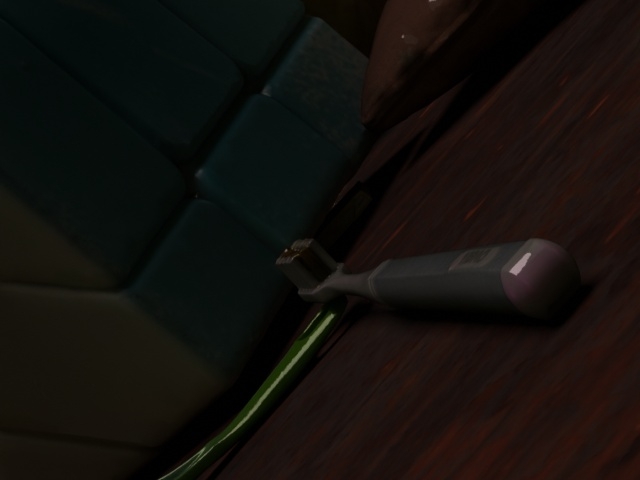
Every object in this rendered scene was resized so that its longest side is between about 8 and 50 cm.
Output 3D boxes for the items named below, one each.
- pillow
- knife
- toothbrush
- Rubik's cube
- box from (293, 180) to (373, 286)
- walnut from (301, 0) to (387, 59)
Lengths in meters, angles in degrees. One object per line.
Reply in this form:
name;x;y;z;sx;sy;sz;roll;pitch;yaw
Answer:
pillow;0.120;-0.186;1.170;0.223;0.084;0.236;-41;12;34
knife;-0.046;0.086;0.917;0.166;0.022;0.078;-41;14;-10
toothbrush;0.034;0.014;0.782;0.025;0.030;0.342;-46;11;-10
Rubik's cube;-0.195;-0.027;1.167;0.319;0.322;0.316;-44;9;38
box;0.000;0.000;1.163;0.083;0.012;0.046;-47;7;6
walnut;-0.051;-0.154;1.442;0.228;0.228;0.228;-46;7;8
